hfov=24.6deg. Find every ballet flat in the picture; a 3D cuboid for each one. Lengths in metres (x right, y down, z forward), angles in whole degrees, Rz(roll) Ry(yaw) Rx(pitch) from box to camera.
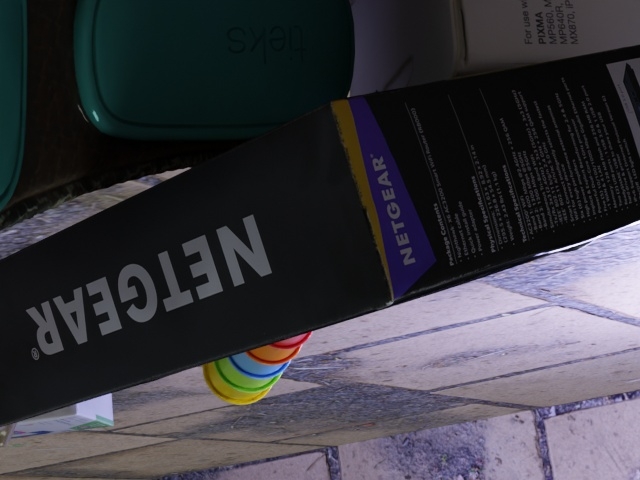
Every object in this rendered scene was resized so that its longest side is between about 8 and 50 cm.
[{"bbox_3d":[-0.159,-0.083,0.632,0.182,0.164,0.483,3,-173,26],"label":"ballet flat"}]

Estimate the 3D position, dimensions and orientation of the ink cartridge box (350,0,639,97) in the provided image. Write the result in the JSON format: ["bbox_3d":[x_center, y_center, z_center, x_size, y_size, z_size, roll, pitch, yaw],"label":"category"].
[{"bbox_3d":[0.167,-0.115,0.844,0.272,0.114,0.197,-3,166,-16],"label":"ink cartridge box"}]

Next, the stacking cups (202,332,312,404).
[{"bbox_3d":[-0.058,0.117,1.691,0.096,0.096,0.316,-2,165,-17],"label":"stacking cups"}]

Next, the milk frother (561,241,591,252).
[{"bbox_3d":[0.115,-0.047,1.057,0.143,0.129,0.134,-23,163,31],"label":"milk frother"}]

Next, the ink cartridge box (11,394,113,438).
[{"bbox_3d":[-0.389,0.201,1.875,0.212,0.093,0.154,-7,166,7],"label":"ink cartridge box"}]

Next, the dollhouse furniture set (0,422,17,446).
[{"bbox_3d":[-0.307,0.031,0.971,0.259,0.135,0.262,24,-170,12],"label":"dollhouse furniture set"}]

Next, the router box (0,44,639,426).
[{"bbox_3d":[0.000,0.000,0.706,0.243,0.081,0.309,-16,177,-44],"label":"router box"}]
